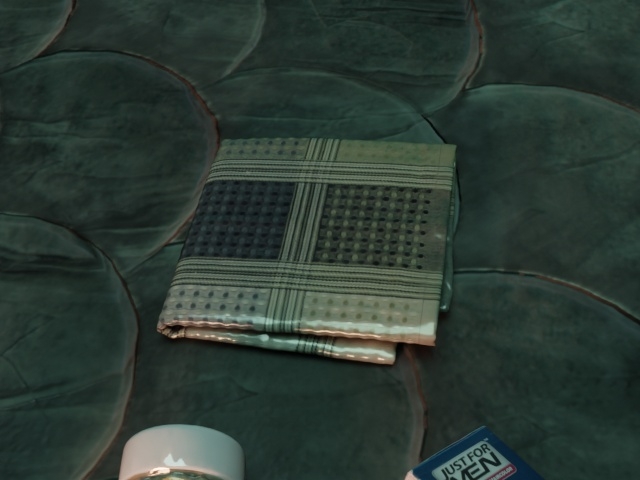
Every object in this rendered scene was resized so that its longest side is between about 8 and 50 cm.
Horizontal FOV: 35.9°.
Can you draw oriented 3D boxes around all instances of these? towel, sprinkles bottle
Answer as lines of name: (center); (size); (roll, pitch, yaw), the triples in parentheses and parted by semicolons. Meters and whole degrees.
towel: (0.000, 0.000, 1.175); (0.325, 0.056, 0.312); (3, 49, 12)
sprinkles bottle: (-0.134, 0.344, 0.865); (0.121, 0.121, 0.355); (-3, 52, 4)

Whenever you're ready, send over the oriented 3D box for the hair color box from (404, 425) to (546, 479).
hair color box: (0.201, 0.332, 0.787); (0.105, 0.173, 0.347); (-21, 49, -39)
